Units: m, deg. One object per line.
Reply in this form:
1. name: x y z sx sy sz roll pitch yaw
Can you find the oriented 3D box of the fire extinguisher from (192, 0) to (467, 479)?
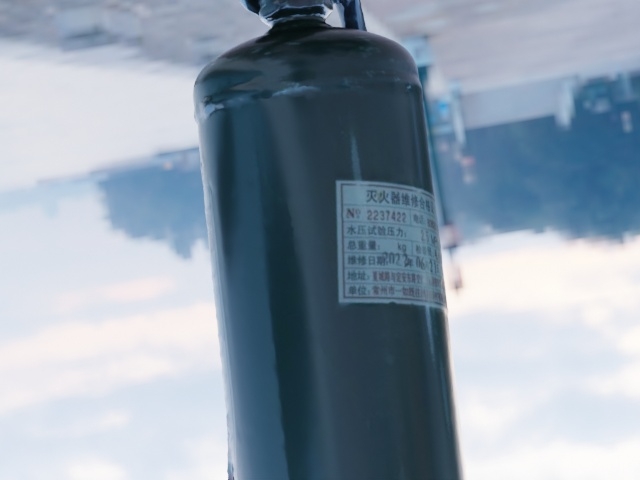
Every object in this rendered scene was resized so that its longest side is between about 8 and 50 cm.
1. fire extinguisher: 0.000 0.000 0.727 0.093 0.294 0.118 -10 173 32
